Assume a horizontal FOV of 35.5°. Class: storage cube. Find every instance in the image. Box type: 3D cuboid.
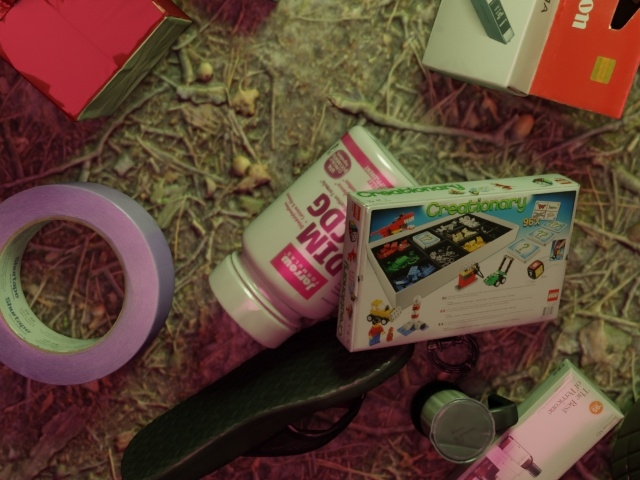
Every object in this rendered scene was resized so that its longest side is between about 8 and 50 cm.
[{"bbox_3d":[-0.307,-0.283,1.281,0.193,0.215,0.183,42,99,-6],"label":"storage cube"}]

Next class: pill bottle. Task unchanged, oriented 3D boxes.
[{"bbox_3d":[0.000,0.000,1.300,0.283,0.160,0.160,-43,90,9],"label":"pill bottle"}]

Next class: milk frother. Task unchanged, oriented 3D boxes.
[{"bbox_3d":[0.176,0.199,1.314,0.129,0.135,0.143,-29,94,-5],"label":"milk frother"}]

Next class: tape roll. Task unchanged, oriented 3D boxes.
[{"bbox_3d":[-0.346,0.057,1.382,0.275,0.090,0.274,1,96,7],"label":"tape roll"}]

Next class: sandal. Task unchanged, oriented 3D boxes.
[{"bbox_3d":[-0.063,0.231,1.355,0.446,0.167,0.107,-29,119,14],"label":"sandal"}]

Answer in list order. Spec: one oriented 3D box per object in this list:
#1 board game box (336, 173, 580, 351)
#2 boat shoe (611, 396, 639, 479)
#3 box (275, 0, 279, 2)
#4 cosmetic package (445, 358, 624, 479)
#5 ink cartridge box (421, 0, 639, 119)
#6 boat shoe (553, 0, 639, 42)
[{"bbox_3d":[0.172,0.025,1.242,0.306,0.053,0.192,-6,114,-24],"label":"board game box"},{"bbox_3d":[0.464,0.344,1.316,0.120,0.123,0.323,-9,105,-36],"label":"boat shoe"},{"bbox_3d":[-0.088,-0.400,1.310,0.137,0.072,0.126,31,98,3],"label":"box"},{"bbox_3d":[0.286,0.281,1.350,0.099,0.060,0.239,43,99,0],"label":"cosmetic package"},{"bbox_3d":[0.283,-0.321,1.217,0.261,0.066,0.296,23,100,38],"label":"ink cartridge box"},{"bbox_3d":[0.362,-0.324,1.272,0.257,0.095,0.095,-43,55,16],"label":"boat shoe"}]
